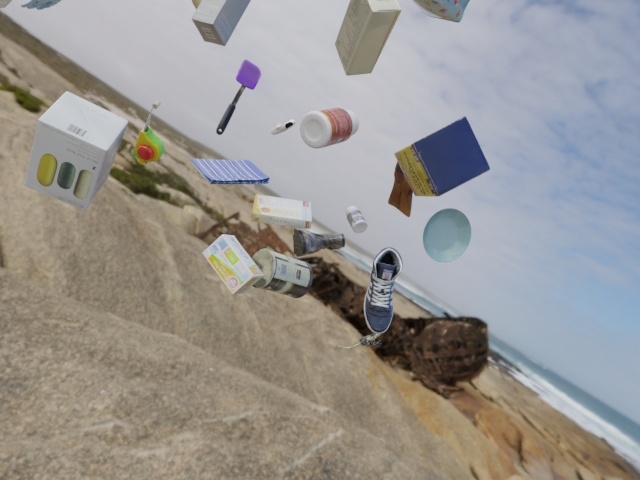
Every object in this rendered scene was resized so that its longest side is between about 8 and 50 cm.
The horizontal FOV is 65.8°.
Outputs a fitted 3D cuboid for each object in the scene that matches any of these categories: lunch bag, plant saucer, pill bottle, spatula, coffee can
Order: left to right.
[{"bbox_3d":[-0.316,-0.530,1.857,0.084,0.297,0.030,26,5,-22],"label":"spatula"},{"bbox_3d":[-0.204,0.172,2.533,0.275,0.202,0.201,22,7,-43],"label":"coffee can"},{"bbox_3d":[0.038,-0.384,1.666,0.121,0.121,0.216,32,33,23],"label":"pill bottle"},{"bbox_3d":[0.176,-0.106,2.452,0.078,0.078,0.137,30,24,-38],"label":"pill bottle"},{"bbox_3d":[0.441,-1.004,1.979,0.223,0.160,0.262,10,23,-48],"label":"lunch bag"},{"bbox_3d":[0.440,-0.021,1.748,0.195,0.195,0.037,31,1,-21],"label":"plant saucer"}]

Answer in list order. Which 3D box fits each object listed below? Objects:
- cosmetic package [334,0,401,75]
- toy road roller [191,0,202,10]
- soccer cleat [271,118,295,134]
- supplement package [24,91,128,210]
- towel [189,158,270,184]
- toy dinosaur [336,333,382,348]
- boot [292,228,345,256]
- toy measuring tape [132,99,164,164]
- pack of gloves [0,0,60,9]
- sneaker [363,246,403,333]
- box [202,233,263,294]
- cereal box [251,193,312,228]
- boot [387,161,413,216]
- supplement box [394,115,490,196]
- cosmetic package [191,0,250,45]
[{"bbox_3d":[0.160,-0.754,1.757,0.309,0.113,0.160,122,-47,-65],"label":"cosmetic package"},{"bbox_3d":[-0.435,-1.160,2.217,0.240,0.330,0.203,-13,58,-28],"label":"toy road roller"},{"bbox_3d":[-0.116,-0.350,1.527,0.036,0.083,0.029,-91,157,-64],"label":"soccer cleat"},{"bbox_3d":[-0.768,-0.277,1.559,0.199,0.263,0.198,25,37,-18],"label":"supplement package"},{"bbox_3d":[-0.443,-0.349,2.450,0.336,0.040,0.243,-6,37,-40],"label":"towel"},{"bbox_3d":[0.224,0.499,2.436,0.268,0.064,0.118,-12,5,-30],"label":"toy dinosaur"},{"bbox_3d":[0.000,0.000,2.079,0.222,0.118,0.338,-4,3,-5],"label":"boot"},{"bbox_3d":[-0.696,-0.433,2.077,0.121,0.330,0.121,22,43,-22],"label":"toy measuring tape"},{"bbox_3d":[-0.761,-0.671,1.294,0.232,0.046,0.195,-9,9,33],"label":"pack of gloves"},{"bbox_3d":[0.199,0.155,1.574,0.099,0.282,0.153,8,-10,2],"label":"sneaker"},{"bbox_3d":[-0.327,0.090,1.859,0.203,0.114,0.103,51,10,12],"label":"box"},{"bbox_3d":[-0.156,-0.119,2.024,0.240,0.047,0.173,9,30,-7],"label":"cereal box"},{"bbox_3d":[0.448,-0.225,2.445,0.264,0.096,0.281,35,-41,29],"label":"boot"},{"bbox_3d":[0.412,-0.281,1.737,0.194,0.195,0.356,63,2,-5],"label":"supplement box"},{"bbox_3d":[-0.353,-0.849,1.797,0.107,0.238,0.127,19,-14,17],"label":"cosmetic package"}]
